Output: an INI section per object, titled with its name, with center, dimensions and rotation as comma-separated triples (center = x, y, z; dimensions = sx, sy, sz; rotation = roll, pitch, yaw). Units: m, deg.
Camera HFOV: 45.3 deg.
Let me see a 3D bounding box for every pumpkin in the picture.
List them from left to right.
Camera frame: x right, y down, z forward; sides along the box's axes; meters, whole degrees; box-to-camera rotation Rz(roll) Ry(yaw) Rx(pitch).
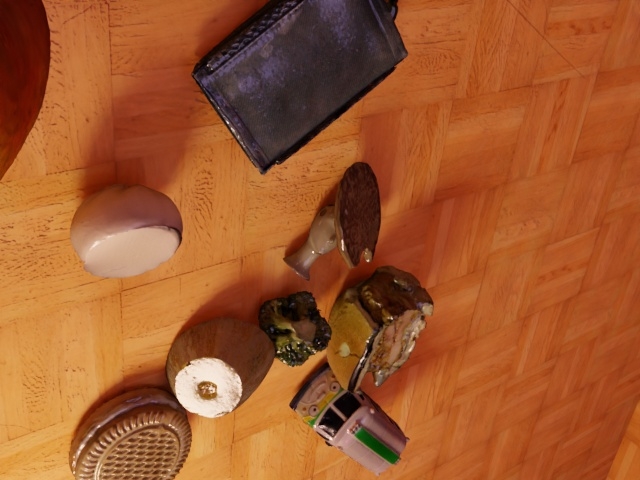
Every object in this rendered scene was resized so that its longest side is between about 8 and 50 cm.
[pumpkin]
center = -0.194, 0.263, 1.482
dimensions = 0.217, 0.110, 0.217
rotation = -4, 126, -6

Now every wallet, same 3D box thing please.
[wallet]
center = -0.029, -0.296, 1.279
dimensions = 0.342, 0.075, 0.237
rotation = -41, 127, -7

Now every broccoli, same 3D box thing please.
[broccoli]
center = -0.057, 0.178, 1.567
dimensions = 0.146, 0.138, 0.162
rotation = -40, 100, -20

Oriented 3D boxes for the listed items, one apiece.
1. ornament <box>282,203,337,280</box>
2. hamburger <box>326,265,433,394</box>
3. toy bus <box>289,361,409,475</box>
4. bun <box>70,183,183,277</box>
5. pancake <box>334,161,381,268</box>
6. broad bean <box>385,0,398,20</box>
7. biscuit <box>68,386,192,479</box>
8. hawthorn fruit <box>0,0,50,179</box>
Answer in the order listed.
[ornament]
center = 0.000, 0.000, 1.524
dimensions = 0.075, 0.081, 0.156
rotation = 37, 96, -28
[hamburger]
center = 0.118, 0.181, 1.684
dimensions = 0.167, 0.192, 0.288
rotation = -2, 132, -30
[toy bus]
center = 0.076, 0.432, 1.816
dimensions = 0.143, 0.179, 0.305
rotation = -47, 138, -5
[bun]
center = -0.306, -0.029, 1.202
dimensions = 0.172, 0.120, 0.173
rotation = -18, 157, -8
[pancake]
center = 0.079, -0.050, 1.516
dimensions = 0.235, 0.029, 0.212
rotation = 3, 88, -66
[broad bean]
center = 0.074, -0.352, 1.370
dimensions = 0.227, 0.039, 0.069
rotation = -52, 145, 0
[biscuit]
center = -0.363, 0.405, 1.488
dimensions = 0.259, 0.079, 0.259
rotation = -23, 131, -29
[hawthorn fruit]
center = -0.509, -0.156, 0.717
dimensions = 0.471, 0.472, 0.472
rotation = -22, 131, -28
